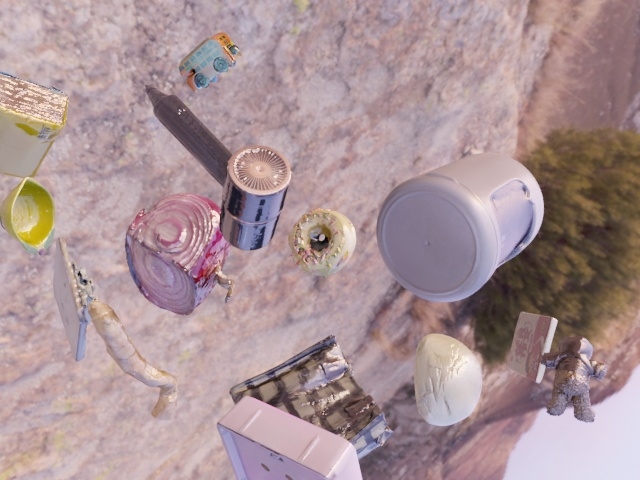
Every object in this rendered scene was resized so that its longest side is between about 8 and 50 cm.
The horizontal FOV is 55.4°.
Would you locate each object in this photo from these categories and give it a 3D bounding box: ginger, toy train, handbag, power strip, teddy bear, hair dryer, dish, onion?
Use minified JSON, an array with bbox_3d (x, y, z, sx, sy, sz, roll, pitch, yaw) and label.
[{"bbox_3d":[-0.350,0.228,1.148,0.075,0.089,0.288,-47,126,-31],"label":"ginger"},{"bbox_3d":[-0.299,-0.488,1.661,0.188,0.099,0.072,-28,-163,33],"label":"toy train"},{"bbox_3d":[-0.027,0.446,1.546,0.326,0.325,0.163,-30,141,-8],"label":"handbag"},{"bbox_3d":[-0.488,0.116,1.237,0.064,0.198,0.213,-9,151,-31],"label":"power strip"},{"bbox_3d":[0.479,0.258,1.160,0.078,0.119,0.161,42,57,-63],"label":"teddy bear"},{"bbox_3d":[-0.199,-0.150,1.079,0.107,0.352,0.189,-34,161,-31],"label":"hair dryer"},{"bbox_3d":[-0.756,-0.061,1.555,0.149,0.080,0.208,-38,131,-65],"label":"dish"},{"bbox_3d":[-0.317,0.022,1.444,0.256,0.272,0.230,-39,-165,47],"label":"onion"}]

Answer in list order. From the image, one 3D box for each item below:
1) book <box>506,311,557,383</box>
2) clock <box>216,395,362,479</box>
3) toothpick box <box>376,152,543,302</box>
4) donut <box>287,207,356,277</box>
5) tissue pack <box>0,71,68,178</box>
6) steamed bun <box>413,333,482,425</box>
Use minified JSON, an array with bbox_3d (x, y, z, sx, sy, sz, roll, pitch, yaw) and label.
[{"bbox_3d":[0.542,0.270,1.576,0.232,0.022,0.162,99,8,-87],"label":"book"},{"bbox_3d":[-0.039,0.309,0.835,0.063,0.197,0.150,-43,132,-40],"label":"clock"},{"bbox_3d":[0.253,-0.043,1.075,0.316,0.229,0.229,-26,152,-48],"label":"toothpick box"},{"bbox_3d":[0.000,0.000,1.456,0.175,0.174,0.068,-47,155,-1],"label":"donut"},{"bbox_3d":[-0.809,-0.294,1.616,0.192,0.134,0.271,15,144,-35],"label":"tissue pack"},{"bbox_3d":[0.185,0.201,0.877,0.112,0.090,0.130,27,65,-63],"label":"steamed bun"}]
